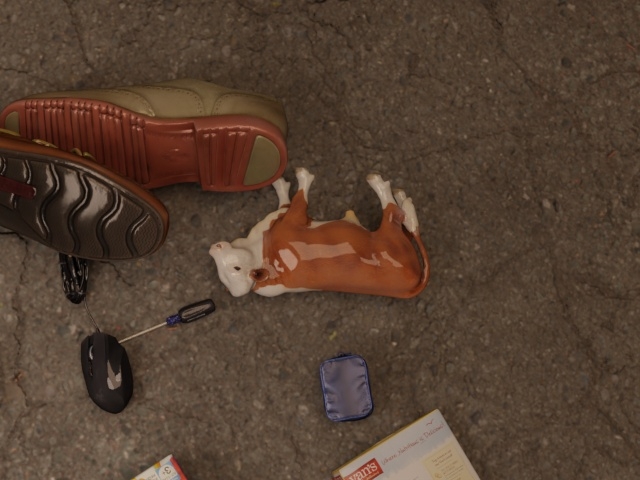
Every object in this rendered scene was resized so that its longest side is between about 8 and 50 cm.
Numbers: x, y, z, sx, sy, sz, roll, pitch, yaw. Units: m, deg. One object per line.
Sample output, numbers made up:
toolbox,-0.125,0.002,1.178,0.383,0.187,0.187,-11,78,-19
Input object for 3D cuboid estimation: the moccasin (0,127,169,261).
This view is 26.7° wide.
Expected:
moccasin,-0.378,-0.070,1.788,0.380,0.147,0.139,12,106,9

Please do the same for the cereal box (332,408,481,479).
cereal box,0.149,0.377,1.849,0.173,0.047,0.240,-28,83,-19

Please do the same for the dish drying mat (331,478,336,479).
dish drying mat,0.008,0.370,1.846,0.032,0.008,0.083,35,74,-3

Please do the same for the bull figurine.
bull figurine,0.000,0.000,1.878,0.310,0.101,0.188,7,75,-9

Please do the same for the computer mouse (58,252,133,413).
computer mouse,-0.312,0.117,1.807,0.041,0.071,0.242,-11,76,-49

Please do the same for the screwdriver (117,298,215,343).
screwdriver,-0.224,0.118,1.849,0.169,0.025,0.024,-21,82,-15

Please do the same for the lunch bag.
lunch bag,0.036,0.201,1.860,0.067,0.065,0.098,-8,80,3

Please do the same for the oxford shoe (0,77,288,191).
oxford shoe,-0.239,-0.156,1.873,0.396,0.140,0.146,7,38,-1

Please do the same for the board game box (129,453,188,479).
board game box,-0.182,0.431,1.726,0.142,0.144,0.275,-31,86,-16
